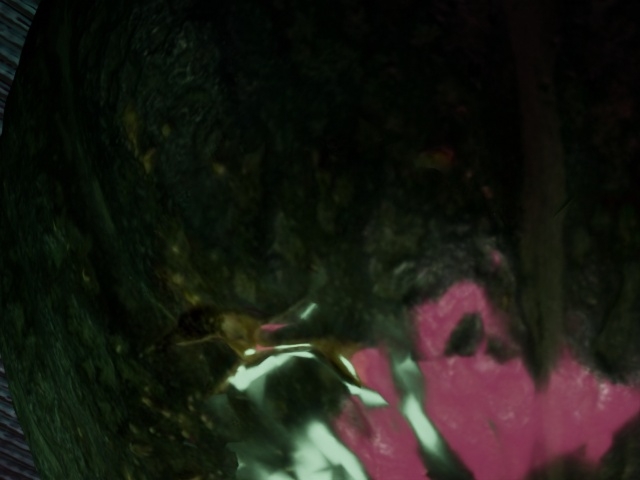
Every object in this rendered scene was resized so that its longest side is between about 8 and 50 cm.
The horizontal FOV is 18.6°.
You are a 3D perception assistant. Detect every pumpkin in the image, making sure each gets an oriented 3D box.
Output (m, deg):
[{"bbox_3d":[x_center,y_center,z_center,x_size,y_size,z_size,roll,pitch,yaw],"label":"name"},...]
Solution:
[{"bbox_3d":[0.000,0.000,0.596,0.197,0.263,0.293,14,136,-20],"label":"pumpkin"}]
